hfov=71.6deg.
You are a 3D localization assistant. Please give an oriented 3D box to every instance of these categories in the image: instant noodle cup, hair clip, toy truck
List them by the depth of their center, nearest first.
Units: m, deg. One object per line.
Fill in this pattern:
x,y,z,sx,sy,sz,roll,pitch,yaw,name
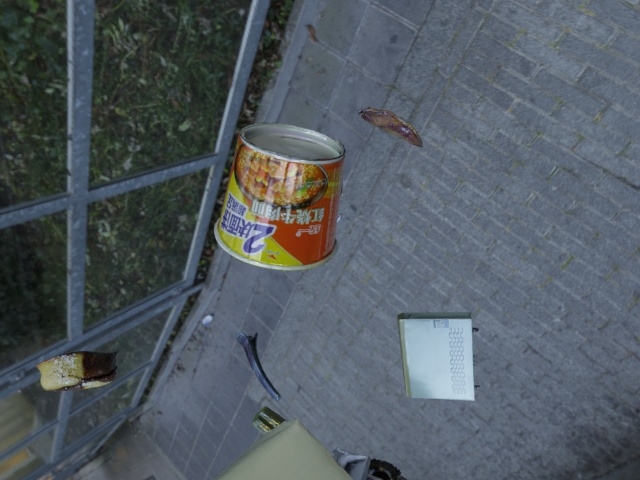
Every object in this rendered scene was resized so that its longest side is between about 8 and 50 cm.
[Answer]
-0.056,-0.080,0.706,0.213,0.213,0.174,29,122,26,instant noodle cup
0.133,0.458,0.735,0.285,0.136,0.111,37,140,-11,toy truck
-0.203,0.414,1.463,0.048,0.083,0.275,-58,43,25,hair clip

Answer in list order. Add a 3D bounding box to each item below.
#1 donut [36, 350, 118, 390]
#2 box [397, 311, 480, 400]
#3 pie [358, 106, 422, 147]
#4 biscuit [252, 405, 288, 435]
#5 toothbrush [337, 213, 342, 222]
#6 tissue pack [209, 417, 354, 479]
-0.458,0.249,0.845,0.140,0.140,0.059,-32,62,43,donut
0.320,0.312,1.198,0.210,0.045,0.270,-5,113,16,box
0.158,-0.264,1.006,0.169,0.092,0.034,28,85,12,pie
-0.113,0.746,1.673,0.322,0.099,0.038,33,148,14,biscuit
0.000,0.000,1.064,0.019,0.013,0.193,42,128,3,toothbrush
-0.129,0.382,0.380,0.207,0.380,0.297,42,126,21,tissue pack
